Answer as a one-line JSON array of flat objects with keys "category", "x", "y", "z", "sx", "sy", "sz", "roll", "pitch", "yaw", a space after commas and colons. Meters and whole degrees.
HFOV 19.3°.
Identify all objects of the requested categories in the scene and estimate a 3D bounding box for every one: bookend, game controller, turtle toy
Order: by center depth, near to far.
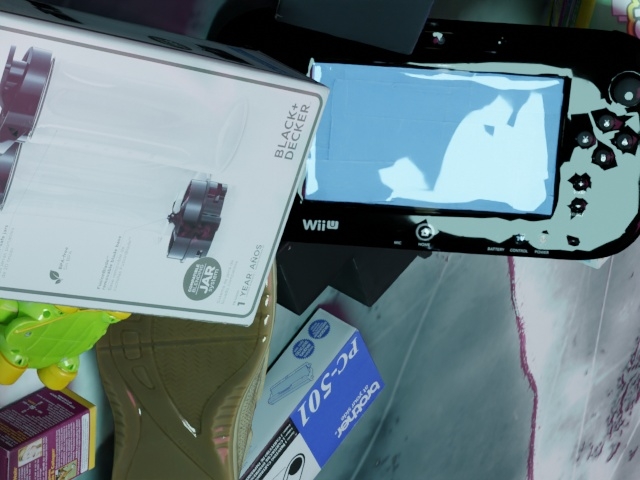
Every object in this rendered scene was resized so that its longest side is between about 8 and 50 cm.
[{"category": "turtle toy", "x": -0.187, "y": 0.043, "z": 1.225, "sx": 0.095, "sy": 0.066, "sz": 0.130, "roll": -47, "pitch": 149, "yaw": 20}, {"category": "game controller", "x": 0.079, "y": -0.074, "z": 1.323, "sx": 0.067, "sy": 0.319, "sz": 0.166, "roll": -81, "pitch": 175, "yaw": -81}, {"category": "bookend", "x": 0.000, "y": 0.000, "z": 1.449, "sx": 0.156, "sy": 0.072, "sz": 0.157, "roll": -47, "pitch": 145, "yaw": -21}]

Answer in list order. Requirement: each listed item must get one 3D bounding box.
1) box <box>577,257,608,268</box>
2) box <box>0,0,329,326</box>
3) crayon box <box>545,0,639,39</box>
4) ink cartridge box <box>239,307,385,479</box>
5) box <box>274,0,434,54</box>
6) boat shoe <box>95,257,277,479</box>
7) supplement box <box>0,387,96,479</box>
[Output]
[{"category": "box", "x": 0.266, "y": -0.088, "z": 1.725, "sx": 0.203, "sy": 0.103, "sz": 0.114, "roll": -42, "pitch": 141, "yaw": -29}, {"category": "box", "x": -0.152, "y": -0.052, "z": 1.120, "sx": 0.290, "sy": 0.087, "sz": 0.169, "roll": 7, "pitch": 107, "yaw": -38}, {"category": "crayon box", "x": 0.263, "y": -0.262, "z": 1.456, "sx": 0.313, "sy": 0.106, "sz": 0.363, "roll": -78, "pitch": -179, "yaw": -70}, {"category": "ink cartridge box", "x": -0.035, "y": 0.165, "z": 1.541, "sx": 0.207, "sy": 0.046, "sz": 0.097, "roll": -51, "pitch": 147, "yaw": -18}, {"category": "box", "x": 0.053, "y": -0.273, "z": 1.174, "sx": 0.184, "sy": 0.103, "sz": 0.261, "roll": 101, "pitch": 3, "yaw": -77}, {"category": "boat shoe", "x": -0.098, "y": 0.082, "z": 1.355, "sx": 0.110, "sy": 0.121, "sz": 0.341, "roll": -81, "pitch": -179, "yaw": -61}, {"category": "supplement box", "x": -0.199, "y": 0.143, "z": 1.301, "sx": 0.083, "sy": 0.043, "sz": 0.055, "roll": -25, "pitch": 132, "yaw": -45}]
